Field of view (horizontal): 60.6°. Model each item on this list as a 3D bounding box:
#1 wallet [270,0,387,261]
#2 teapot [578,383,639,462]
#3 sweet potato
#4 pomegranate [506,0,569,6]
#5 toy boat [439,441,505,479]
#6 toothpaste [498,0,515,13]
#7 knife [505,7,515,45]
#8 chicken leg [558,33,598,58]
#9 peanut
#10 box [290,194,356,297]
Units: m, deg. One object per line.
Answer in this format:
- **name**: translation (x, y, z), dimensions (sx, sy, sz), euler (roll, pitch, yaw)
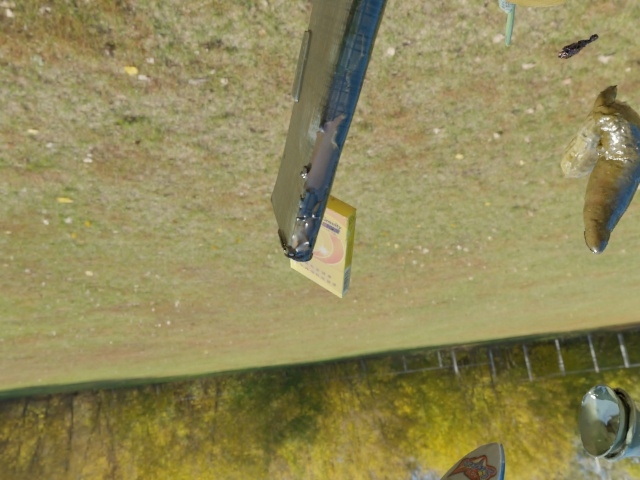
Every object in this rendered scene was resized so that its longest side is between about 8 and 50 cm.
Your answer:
- **wallet**: translation (0.009, -0.154, 0.508), dimensions (0.044, 0.316, 0.169), euler (9, -159, -15)
- **teapot**: translation (0.522, 0.290, 0.794), dimensions (0.251, 0.183, 0.183), euler (15, 165, 0)
- **sweet potato**: translation (0.556, -0.133, 1.035), dimensions (0.124, 0.309, 0.098), euler (-5, -165, -34)
- **pomegranate**: translation (0.355, -0.536, 0.909), dimensions (0.308, 0.307, 0.307), euler (-7, 166, -2)
- **toy boat**: translation (0.235, 0.480, 0.966), dimensions (0.088, 0.295, 0.129), euler (39, 174, -25)
- **toothpaste**: translation (0.488, -0.690, 1.442), dimensions (0.069, 0.047, 0.268), euler (2, 165, 21)
- **knife**: translation (0.557, -0.712, 1.572), dimensions (0.020, 0.292, 0.043), euler (3, -160, 6)
- **chicken leg**: translation (0.490, -0.370, 1.049), dimensions (0.083, 0.021, 0.036), euler (-25, 164, -9)
- **peanut**: translation (0.630, -0.232, 1.269), dimensions (0.100, 0.099, 0.214), euler (-3, 146, -17)
- **box**: translation (0.000, 0.000, 1.173), dimensions (0.152, 0.043, 0.269), euler (29, 144, 21)
